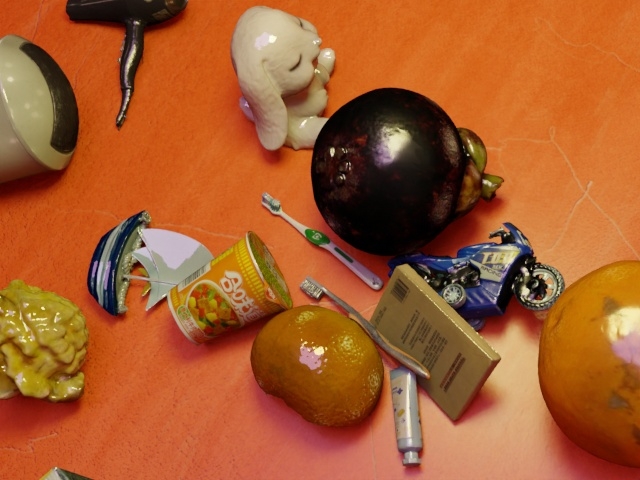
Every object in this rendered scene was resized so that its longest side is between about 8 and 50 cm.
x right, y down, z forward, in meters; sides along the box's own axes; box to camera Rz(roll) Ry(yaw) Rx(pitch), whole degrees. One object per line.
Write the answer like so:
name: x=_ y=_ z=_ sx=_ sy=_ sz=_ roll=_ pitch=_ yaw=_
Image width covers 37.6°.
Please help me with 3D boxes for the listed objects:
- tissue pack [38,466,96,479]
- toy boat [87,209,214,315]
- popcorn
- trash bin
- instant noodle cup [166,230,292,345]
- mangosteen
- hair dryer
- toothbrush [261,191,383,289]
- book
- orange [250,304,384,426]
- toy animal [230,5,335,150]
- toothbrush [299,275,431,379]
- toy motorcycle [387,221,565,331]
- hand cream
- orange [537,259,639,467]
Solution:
tissue pack: x=-0.339 y=0.465 z=1.485 sx=0.081 sy=0.257 sz=0.185 roll=-42 pitch=65 yaw=-6
toy boat: x=-0.291 y=0.048 z=1.780 sx=0.291 sy=0.067 sz=0.221 roll=5 pitch=66 yaw=13
popcorn: x=-0.531 y=0.196 z=1.695 sx=0.237 sy=0.206 sz=0.252 roll=-28 pitch=79 yaw=-18
trash bin: x=-0.704 y=-0.233 z=1.894 sx=0.432 sy=0.280 sz=0.280 roll=-16 pitch=63 yaw=9
instant noodle cup: x=-0.167 y=0.097 z=1.681 sx=0.185 sy=0.168 sz=0.168 roll=-29 pitch=62 yaw=8
mangosteen: x=0.134 y=-0.129 z=1.648 sx=0.297 sy=0.297 sz=0.313 roll=32 pitch=44 yaw=24
hair dryer: x=-0.441 y=-0.406 z=2.020 sx=0.303 sy=0.120 sz=0.360 roll=-1 pitch=74 yaw=22
toothbrush: x=0.000 y=0.001 z=1.753 sx=0.304 sy=0.030 sz=0.030 roll=38 pitch=79 yaw=23
book: x=0.183 y=0.168 z=1.566 sx=0.026 sy=0.161 sz=0.231 roll=-18 pitch=54 yaw=-40
orange: x=-0.006 y=0.200 z=1.585 sx=0.237 sy=0.158 sz=0.179 roll=31 pitch=57 yaw=25
toy animal: x=-0.082 y=-0.322 z=1.788 sx=0.206 sy=0.265 sz=0.272 roll=-4 pitch=67 yaw=14
toothbrush: x=0.076 y=0.149 z=1.636 sx=0.321 sy=0.023 sz=0.031 roll=34 pitch=77 yaw=36
toy motorcycle: x=0.260 y=0.057 z=1.608 sx=0.315 sy=0.113 sz=0.169 roll=-8 pitch=60 yaw=26
hand cream: x=0.143 y=0.290 z=1.569 sx=0.065 sy=0.043 sz=0.171 roll=-32 pitch=54 yaw=45
orange: x=0.473 y=0.181 z=1.400 sx=0.312 sy=0.312 sz=0.312 roll=-5 pitch=65 yaw=11
